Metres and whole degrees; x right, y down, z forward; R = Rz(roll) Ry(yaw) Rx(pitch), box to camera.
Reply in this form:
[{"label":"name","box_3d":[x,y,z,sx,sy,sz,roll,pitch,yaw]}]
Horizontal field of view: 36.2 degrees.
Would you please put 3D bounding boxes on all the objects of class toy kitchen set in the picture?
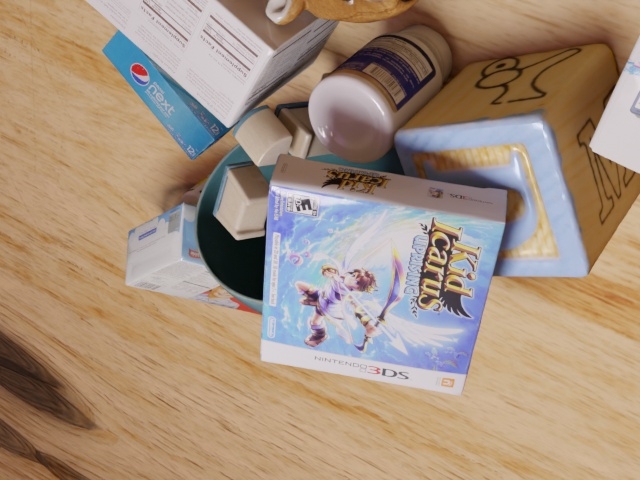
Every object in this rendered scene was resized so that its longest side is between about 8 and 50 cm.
[{"label":"toy kitchen set","box_3d":[-0.031,-0.109,1.252,0.122,0.207,0.166,53,139,34]}]

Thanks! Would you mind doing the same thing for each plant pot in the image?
[{"label":"plant pot","box_3d":[0.000,0.000,1.329,0.290,0.290,0.195,18,157,27]}]

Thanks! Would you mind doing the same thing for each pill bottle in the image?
[{"label":"pill bottle","box_3d":[0.079,-0.181,1.158,0.112,0.187,0.112,21,132,25]},{"label":"pill bottle","box_3d":[-0.153,-0.071,1.478,0.065,0.116,0.065,21,133,25]}]

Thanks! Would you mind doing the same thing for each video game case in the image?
[{"label":"video game case","box_3d":[0.061,0.046,1.088,0.244,0.061,0.269,9,131,4]}]

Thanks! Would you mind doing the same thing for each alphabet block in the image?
[{"label":"alphabet block","box_3d":[0.229,-0.089,1.106,0.192,0.197,0.193,1,122,39]}]

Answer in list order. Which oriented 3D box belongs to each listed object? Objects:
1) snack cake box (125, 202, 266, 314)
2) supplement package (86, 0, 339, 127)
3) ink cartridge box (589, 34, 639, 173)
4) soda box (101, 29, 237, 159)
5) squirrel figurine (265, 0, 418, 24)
[{"label":"snack cake box","box_3d":[-0.136,0.035,1.457,0.264,0.089,0.152,17,153,-38]},{"label":"supplement package","box_3d":[-0.126,-0.308,1.206,0.262,0.204,0.145,42,137,3]},{"label":"ink cartridge box","box_3d":[0.360,-0.185,0.958,0.093,0.154,0.212,30,135,14]},{"label":"soda box","box_3d":[-0.220,-0.228,1.445,0.210,0.067,0.071,50,137,-6]},{"label":"squirrel figurine","box_3d":[-0.012,-0.425,1.033,0.397,0.281,0.370,32,149,34]}]
